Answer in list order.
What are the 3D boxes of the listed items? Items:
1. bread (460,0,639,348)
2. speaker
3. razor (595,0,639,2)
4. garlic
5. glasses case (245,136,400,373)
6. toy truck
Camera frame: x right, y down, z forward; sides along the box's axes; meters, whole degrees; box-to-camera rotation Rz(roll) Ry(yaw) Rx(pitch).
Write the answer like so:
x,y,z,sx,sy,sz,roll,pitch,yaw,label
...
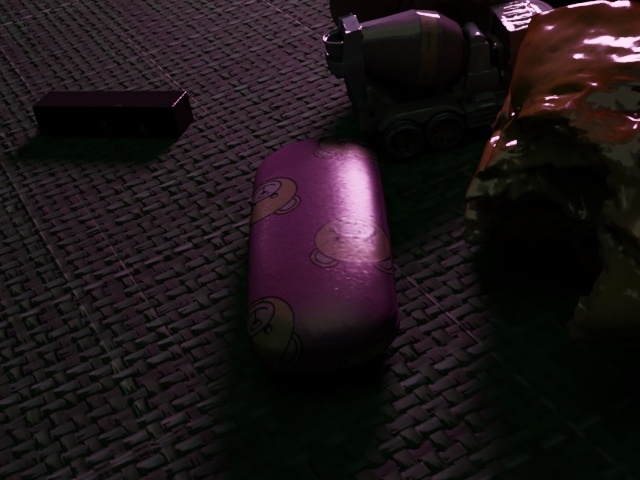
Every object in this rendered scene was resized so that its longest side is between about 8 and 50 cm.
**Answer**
x,y,z,sx,sy,sz,roll,pitch,yaw,label
0.263,-0.059,0.803,0.314,0.192,0.370,4,39,20,bread
-0.248,-0.152,1.215,0.191,0.040,0.046,3,35,20,speaker
0.378,-0.369,1.284,0.189,0.107,0.326,-33,41,-29,razor
0.125,-0.297,1.159,0.229,0.178,0.143,-3,76,7,garlic
0.000,0.000,0.891,0.123,0.076,0.316,-9,34,5,glasses case
0.137,-0.181,1.056,0.256,0.140,0.108,-12,34,-1,toy truck
